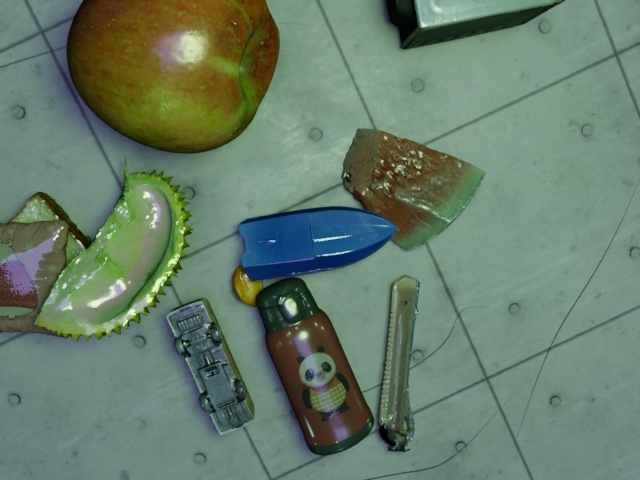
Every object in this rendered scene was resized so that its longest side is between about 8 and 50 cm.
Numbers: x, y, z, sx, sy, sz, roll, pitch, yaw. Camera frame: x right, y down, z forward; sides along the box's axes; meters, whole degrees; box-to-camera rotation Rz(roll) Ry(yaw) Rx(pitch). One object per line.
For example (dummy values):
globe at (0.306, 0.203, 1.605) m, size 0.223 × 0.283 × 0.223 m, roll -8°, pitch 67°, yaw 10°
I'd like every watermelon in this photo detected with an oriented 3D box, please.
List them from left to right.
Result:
watermelon at (0.155, -0.115, 1.240) m, size 0.257 × 0.140 × 0.193 m, roll 37°, pitch 85°, yaw 1°

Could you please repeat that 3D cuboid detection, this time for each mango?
mango at (-0.141, 0.090, 1.270) m, size 0.060 × 0.046 × 0.089 m, roll -23°, pitch 100°, yaw -1°

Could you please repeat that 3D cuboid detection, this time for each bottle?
bottle at (-0.023, 0.236, 1.250) m, size 0.144 × 0.144 × 0.336 m, roll -24°, pitch 96°, yaw 0°

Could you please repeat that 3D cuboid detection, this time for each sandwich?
sandwich at (-0.555, 0.035, 1.229) m, size 0.215 × 0.065 × 0.186 m, roll -41°, pitch 98°, yaw 1°

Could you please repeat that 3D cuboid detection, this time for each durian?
durian at (-0.353, 0.032, 1.166) m, size 0.169 × 0.158 × 0.352 m, roll 39°, pitch 69°, yaw -35°

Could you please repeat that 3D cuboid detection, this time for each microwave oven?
microwave oven at (0.240, -0.548, 1.130) m, size 0.286 × 0.218 × 0.355 m, roll -13°, pitch 98°, yaw 0°

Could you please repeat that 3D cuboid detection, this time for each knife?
knife at (0.162, 0.251, 1.313) m, size 0.089 × 0.043 × 0.365 m, roll 0°, pitch 95°, yaw -37°

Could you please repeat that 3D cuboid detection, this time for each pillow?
pillow at (-0.568, 0.070, 1.157) m, size 0.236 × 0.084 × 0.223 m, roll 0°, pitch 98°, yaw -3°

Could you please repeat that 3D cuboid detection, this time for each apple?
apple at (-0.243, -0.316, 1.077) m, size 0.340 × 0.339 × 0.339 m, roll 0°, pitch 97°, yaw -3°

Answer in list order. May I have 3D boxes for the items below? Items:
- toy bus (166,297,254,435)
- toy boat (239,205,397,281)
toy bus at (-0.209, 0.240, 1.255) m, size 0.092 × 0.106 × 0.268 m, roll -22°, pitch 100°, yaw -1°
toy boat at (0.000, 0.000, 1.231) m, size 0.295 × 0.088 × 0.129 m, roll -9°, pitch 73°, yaw 4°
